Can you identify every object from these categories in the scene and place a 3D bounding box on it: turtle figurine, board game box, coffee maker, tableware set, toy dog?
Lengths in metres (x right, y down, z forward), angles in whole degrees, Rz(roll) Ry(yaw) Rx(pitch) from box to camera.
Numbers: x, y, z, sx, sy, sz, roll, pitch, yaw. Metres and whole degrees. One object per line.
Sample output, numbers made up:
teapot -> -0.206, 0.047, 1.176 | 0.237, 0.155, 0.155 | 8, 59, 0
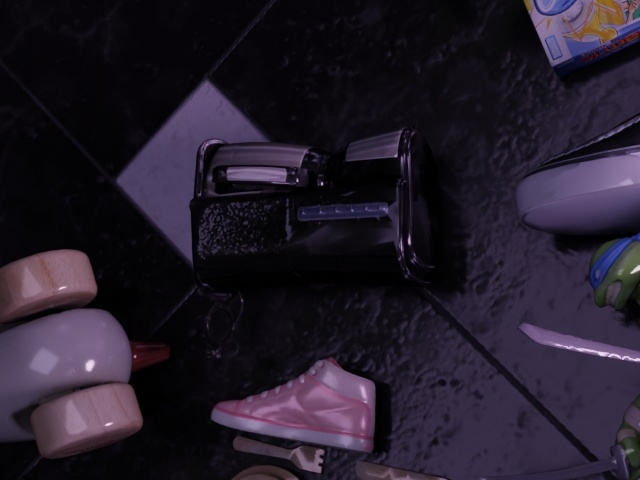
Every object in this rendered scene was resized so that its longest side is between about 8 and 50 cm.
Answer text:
turtle figurine -> 0.263, 0.127, 0.899 | 0.266, 0.274, 0.198 | 30, 126, 18
board game box -> 0.208, -0.246, 1.061 | 0.136, 0.035, 0.201 | -25, 73, 15
coffee maker -> 0.000, 0.000, 1.067 | 0.178, 0.120, 0.171 | -1, 104, 21
tableware set -> 0.001, 0.228, 1.056 | 0.194, 0.039, 0.128 | 8, 84, 21
toy dog -> -0.257, 0.126, 1.133 | 0.333, 0.161, 0.220 | -5, 82, 34

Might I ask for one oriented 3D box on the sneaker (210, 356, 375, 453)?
sneaker -> -0.018, 0.124, 1.075 | 0.134, 0.051, 0.070 | 7, 82, 18

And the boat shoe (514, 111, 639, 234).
boat shoe -> 0.284, -0.084, 0.968 | 0.306, 0.113, 0.105 | -16, 70, 14
